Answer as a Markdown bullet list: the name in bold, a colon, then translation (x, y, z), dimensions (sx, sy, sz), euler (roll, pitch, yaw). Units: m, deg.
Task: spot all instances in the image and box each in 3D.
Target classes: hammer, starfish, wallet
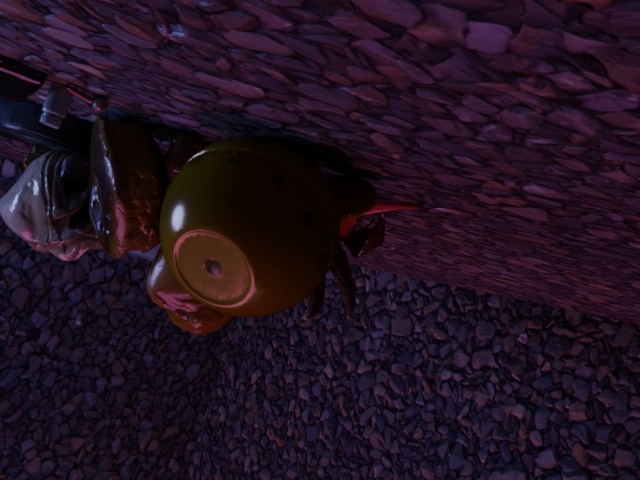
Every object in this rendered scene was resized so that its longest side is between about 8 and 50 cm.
- **hammer**: translation (-0.462, -0.280, 1.540), dimensions (0.083, 0.031, 0.052), euler (28, 166, -36)
- **starfish**: translation (-0.001, -0.002, 1.737), dimensions (0.375, 0.327, 0.094), euler (53, 169, -14)
- **wallet**: translation (-0.670, -0.337, 1.460), dimensions (0.285, 0.030, 0.146), euler (22, 157, -34)

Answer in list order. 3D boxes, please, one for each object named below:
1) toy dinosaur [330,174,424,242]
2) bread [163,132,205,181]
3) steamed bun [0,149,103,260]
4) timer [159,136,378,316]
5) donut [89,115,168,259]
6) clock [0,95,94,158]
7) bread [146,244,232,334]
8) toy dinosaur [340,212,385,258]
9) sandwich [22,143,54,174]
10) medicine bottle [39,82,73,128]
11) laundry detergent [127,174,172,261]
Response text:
- **toy dinosaur**: translation (0.067, -0.052, 1.655), dimensions (0.285, 0.139, 0.070), euler (16, 176, 1)
- **bread**: translation (-0.294, -0.175, 1.647), dimensions (0.060, 0.113, 0.082), euler (23, -176, 22)
- **steamed bun**: translation (-0.608, -0.098, 1.943), dimensions (0.206, 0.275, 0.320), euler (-25, 176, 43)
- **timer**: translation (-0.111, -0.044, 1.497), dimensions (0.375, 0.376, 0.387), euler (15, -142, 20)
- **donut**: translation (-0.428, -0.117, 1.738), dimensions (0.159, 0.330, 0.330), euler (-2, -178, -20)
- **clock**: translation (-0.712, -0.283, 2.037), dimensions (0.385, 0.077, 0.386), euler (17, 174, 2)
- **bread**: translation (-0.248, 0.027, 1.860), dimensions (0.250, 0.394, 0.361), euler (25, -175, -8)
- **toy dinosaur**: translation (0.064, -0.038, 2.020), dimensions (0.206, 0.113, 0.327), euler (-20, -163, 1)
- **sandwich**: translation (-0.743, -0.200, 2.092), dimensions (0.088, 0.090, 0.244), euler (23, 170, -17)
- **medicine bottle**: translation (-0.526, -0.269, 1.555), dimensions (0.047, 0.083, 0.047), euler (19, 174, 2)
- **laundry detergent**: translation (-0.397, -0.062, 2.196), dimensions (0.305, 0.287, 0.287), euler (14, 174, 25)
